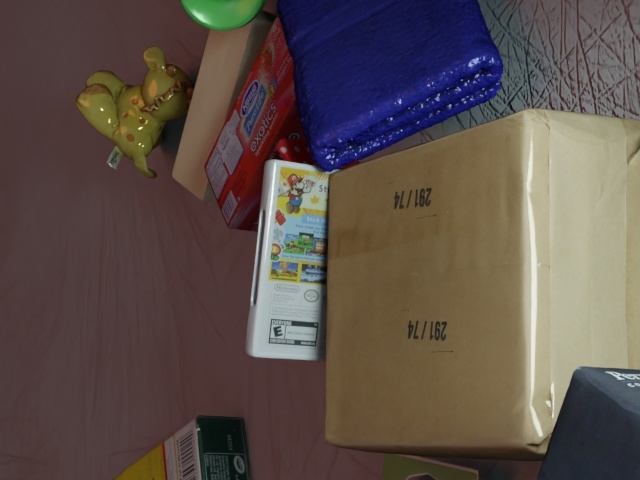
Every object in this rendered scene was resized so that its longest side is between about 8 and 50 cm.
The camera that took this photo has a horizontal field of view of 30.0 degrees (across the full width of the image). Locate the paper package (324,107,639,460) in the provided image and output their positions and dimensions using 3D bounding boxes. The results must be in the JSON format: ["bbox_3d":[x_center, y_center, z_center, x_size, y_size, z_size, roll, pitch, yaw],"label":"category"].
[{"bbox_3d":[0.157,0.054,1.145,0.325,0.168,0.309,-16,69,57],"label":"paper package"}]

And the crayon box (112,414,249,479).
[{"bbox_3d":[-0.208,0.401,1.754,0.318,0.081,0.202,-39,52,48],"label":"crayon box"}]

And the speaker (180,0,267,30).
[{"bbox_3d":[-0.125,-0.384,1.640,0.296,0.131,0.131,-89,21,-62],"label":"speaker"}]

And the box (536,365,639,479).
[{"bbox_3d":[0.322,0.214,0.716,0.294,0.296,0.182,35,114,55],"label":"box"}]

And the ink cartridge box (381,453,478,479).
[{"bbox_3d":[0.122,0.348,1.252,0.171,0.056,0.235,-2,79,58],"label":"ink cartridge box"}]

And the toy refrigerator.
[{"bbox_3d":[-0.121,-0.195,1.724,0.102,0.094,0.269,35,115,48],"label":"toy refrigerator"}]

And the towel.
[{"bbox_3d":[0.073,-0.222,1.320,0.228,0.076,0.308,-28,42,17],"label":"towel"}]

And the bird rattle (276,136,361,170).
[{"bbox_3d":[0.000,0.000,1.419,0.207,0.143,0.253,1,-101,-87],"label":"bird rattle"}]

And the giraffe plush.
[{"bbox_3d":[-0.276,-0.225,1.938,0.170,0.181,0.210,-40,37,21],"label":"giraffe plush"}]

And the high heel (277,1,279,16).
[{"bbox_3d":[-0.026,-0.347,1.637,0.117,0.082,0.244,91,167,-86],"label":"high heel"}]

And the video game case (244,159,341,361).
[{"bbox_3d":[0.031,0.029,1.295,0.026,0.227,0.206,4,88,59],"label":"video game case"}]

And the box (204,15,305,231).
[{"bbox_3d":[-0.038,-0.141,1.543,0.257,0.123,0.128,-60,38,32],"label":"box"}]
